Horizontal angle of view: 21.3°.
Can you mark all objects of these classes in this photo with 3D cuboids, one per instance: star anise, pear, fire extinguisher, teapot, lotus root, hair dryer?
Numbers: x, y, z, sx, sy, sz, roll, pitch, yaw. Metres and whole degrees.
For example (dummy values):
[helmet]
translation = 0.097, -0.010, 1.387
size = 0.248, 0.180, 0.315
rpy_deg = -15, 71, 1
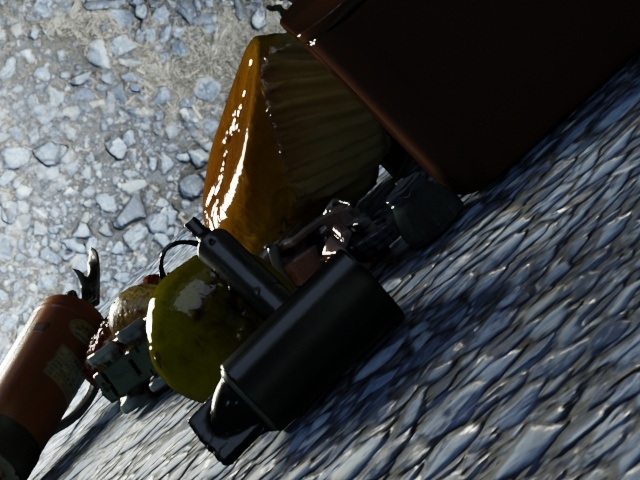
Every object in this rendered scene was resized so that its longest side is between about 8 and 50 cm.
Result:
[star anise]
translation = -0.004, 0.002, 1.945
size = 0.124, 0.056, 0.129
rpy_deg = -18, -1, -2
[pear]
translation = -0.090, 0.081, 1.584
size = 0.149, 0.149, 0.162
rpy_deg = -45, 8, -17
[fire extinguisher]
translation = -0.386, 0.199, 2.377
size = 0.200, 0.113, 0.376
rpy_deg = 106, -172, -49
[teapot]
translation = 0.094, -0.034, 1.610
size = 0.066, 0.057, 0.088
rpy_deg = -41, 8, 7
[lotus root]
translation = -0.199, 0.100, 2.201
size = 0.191, 0.108, 0.094
rpy_deg = -11, 58, 53
[hair dryer]
translation = -0.071, 0.061, 1.470
size = 0.195, 0.078, 0.248
rpy_deg = -43, 43, -5

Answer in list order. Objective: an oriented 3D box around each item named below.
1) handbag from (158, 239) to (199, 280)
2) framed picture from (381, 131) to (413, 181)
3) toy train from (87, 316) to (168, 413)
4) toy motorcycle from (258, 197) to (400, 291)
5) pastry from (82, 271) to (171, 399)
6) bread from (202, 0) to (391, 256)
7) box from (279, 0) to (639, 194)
[handbag]
translation = -0.130, 0.059, 1.931
size = 0.115, 0.139, 0.072
rpy_deg = -42, 16, 0
[framed picture]
translation = 0.095, -0.159, 2.017
size = 0.011, 0.109, 0.149
rpy_deg = 5, -59, -41
[toy train]
translation = -0.199, 0.134, 2.068
size = 0.127, 0.089, 0.219
rpy_deg = -36, 0, -42
[toy motorcycle]
translation = 0.006, 0.017, 1.702
size = 0.118, 0.084, 0.212
rpy_deg = -36, 10, -20
[pastry]
translation = -0.254, 0.130, 2.350
size = 0.208, 0.097, 0.115
rpy_deg = -52, 2, -43
[bread]
translation = -0.041, -0.111, 2.013
size = 0.183, 0.236, 0.388
rpy_deg = -6, -26, -13
[box]
translation = 0.164, -0.238, 1.656
size = 0.339, 0.229, 0.239
rpy_deg = -42, 16, 2
